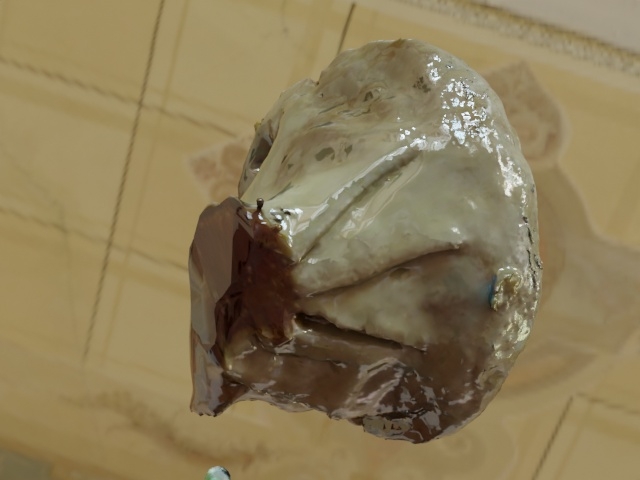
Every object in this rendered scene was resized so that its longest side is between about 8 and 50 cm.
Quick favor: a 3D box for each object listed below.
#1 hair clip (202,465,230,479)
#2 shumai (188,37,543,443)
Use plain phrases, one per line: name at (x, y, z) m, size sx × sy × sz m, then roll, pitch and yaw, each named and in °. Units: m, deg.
hair clip at (-0.033, 0.101, 0.397) m, size 0.049 × 0.173 × 0.049 m, roll 0°, pitch -78°, yaw 1°
shumai at (0.000, 0.000, 0.740) m, size 0.120 × 0.201 × 0.201 m, roll 3°, pitch -42°, yaw -45°
